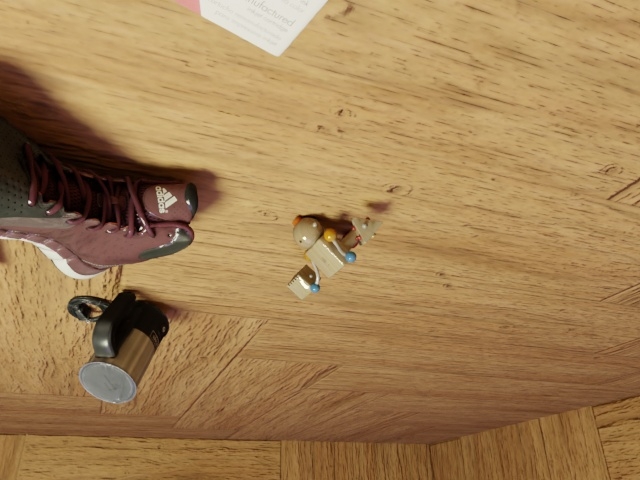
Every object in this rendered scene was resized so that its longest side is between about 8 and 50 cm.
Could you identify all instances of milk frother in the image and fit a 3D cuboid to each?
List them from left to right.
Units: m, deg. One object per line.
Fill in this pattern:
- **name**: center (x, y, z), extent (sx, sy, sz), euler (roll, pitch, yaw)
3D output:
- **milk frother**: center (-0.325, 0.153, 0.798), extent (0.143, 0.135, 0.129), euler (-14, 119, 16)

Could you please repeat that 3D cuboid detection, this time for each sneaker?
- **sneaker**: center (-0.201, -0.048, 0.481), extent (0.162, 0.107, 0.281), euler (-8, 162, 2)

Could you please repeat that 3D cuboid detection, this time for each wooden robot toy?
- **wooden robot toy**: center (0.000, 0.000, 0.627), extent (0.079, 0.076, 0.173), euler (41, 143, -3)

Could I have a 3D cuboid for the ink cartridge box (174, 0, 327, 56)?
- **ink cartridge box**: center (-0.012, -0.189, 0.235), extent (0.115, 0.067, 0.198), euler (18, 146, -32)
